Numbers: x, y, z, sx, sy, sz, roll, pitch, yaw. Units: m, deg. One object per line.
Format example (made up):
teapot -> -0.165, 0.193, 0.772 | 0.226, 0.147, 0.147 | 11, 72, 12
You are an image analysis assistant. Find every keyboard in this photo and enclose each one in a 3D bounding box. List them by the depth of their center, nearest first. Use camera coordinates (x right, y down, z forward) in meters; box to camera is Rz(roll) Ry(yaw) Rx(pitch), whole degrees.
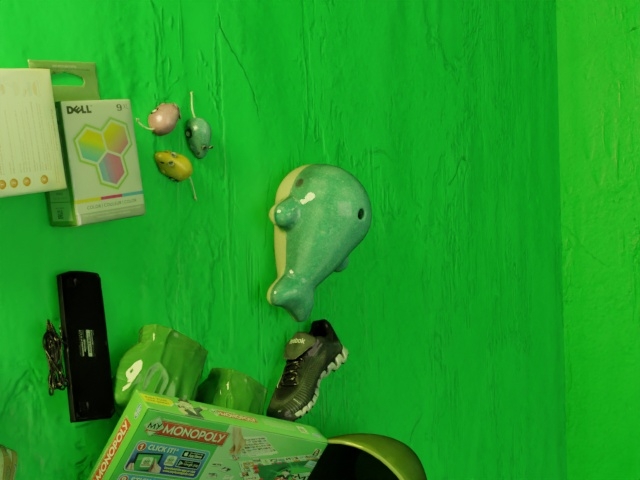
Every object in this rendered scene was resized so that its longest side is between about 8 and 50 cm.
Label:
keyboard -> -0.313, 0.132, 1.013 | 0.100, 0.038, 0.192 | 14, 62, -59

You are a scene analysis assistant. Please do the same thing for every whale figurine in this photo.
whale figurine -> 0.000, 0.000, 1.361 | 0.216, 0.141, 0.272 | 43, 57, -45

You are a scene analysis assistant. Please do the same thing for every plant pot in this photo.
plant pot -> 0.081, 0.449, 1.397 | 0.293, 0.274, 0.275 | -2, 91, -69

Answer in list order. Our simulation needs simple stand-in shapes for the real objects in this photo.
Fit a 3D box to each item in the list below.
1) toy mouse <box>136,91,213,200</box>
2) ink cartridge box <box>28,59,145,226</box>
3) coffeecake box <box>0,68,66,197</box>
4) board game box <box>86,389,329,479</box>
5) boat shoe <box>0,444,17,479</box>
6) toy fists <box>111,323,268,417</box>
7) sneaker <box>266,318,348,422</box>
toy mouse -> -0.200, -0.161, 1.182 | 0.161, 0.031, 0.143 | 42, 57, -45
ink cartridge box -> -0.295, -0.127, 1.024 | 0.109, 0.062, 0.209 | -15, 101, -52
coffeecake box -> -0.387, -0.116, 0.892 | 0.185, 0.068, 0.143 | -16, 102, -53
board game box -> -0.158, 0.329, 1.094 | 0.317, 0.046, 0.214 | 24, 98, -40
boat shoe -> -0.378, 0.328, 0.906 | 0.072, 0.068, 0.190 | 39, 58, -60
toy fists -> -0.186, 0.238, 1.145 | 0.279, 0.096, 0.142 | 44, 48, -42
sneaker -> -0.034, 0.214, 1.370 | 0.234, 0.078, 0.106 | -45, 122, -49
